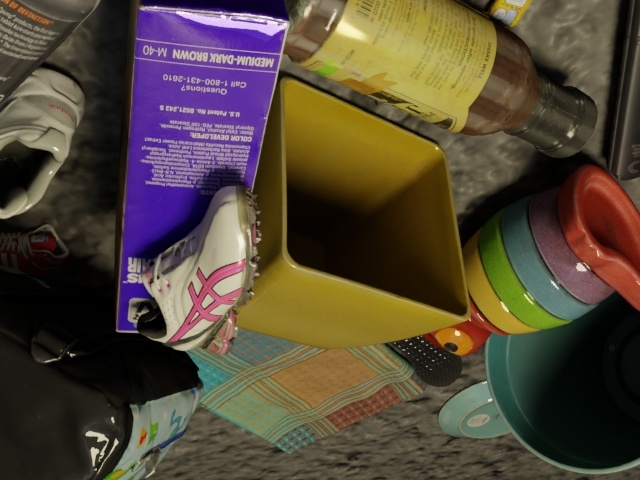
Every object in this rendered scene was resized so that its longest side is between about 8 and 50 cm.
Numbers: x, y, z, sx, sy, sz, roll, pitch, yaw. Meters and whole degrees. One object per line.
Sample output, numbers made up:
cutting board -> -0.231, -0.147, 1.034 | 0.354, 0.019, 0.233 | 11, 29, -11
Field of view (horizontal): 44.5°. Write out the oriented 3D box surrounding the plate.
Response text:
plate -> 0.288, 0.285, 1.294 | 0.188, 0.024, 0.188 | -7, 138, -7

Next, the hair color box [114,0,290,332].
hair color box -> -0.118, -0.093, 0.673 | 0.110, 0.185, 0.338 | 1, 135, -15

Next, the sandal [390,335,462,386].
sandal -> 0.140, 0.143, 1.102 | 0.067, 0.040, 0.179 | -36, 118, 16

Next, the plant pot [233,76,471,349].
plant pot -> 0.000, 0.000, 0.801 | 0.212, 0.212, 0.187 | 19, 142, -30

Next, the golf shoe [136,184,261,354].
golf shoe -> -0.098, 0.029, 0.620 | 0.086, 0.067, 0.186 | 7, 135, -18

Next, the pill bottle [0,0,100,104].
pill bottle -> -0.252, -0.184, 0.582 | 0.246, 0.130, 0.130 | -35, 133, 23

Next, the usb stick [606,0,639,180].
usb stick -> 0.339, -0.173, 0.800 | 0.077, 0.045, 0.278 | -19, 138, -3

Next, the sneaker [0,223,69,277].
sneaker -> -0.327, 0.005, 0.832 | 0.067, 0.042, 0.118 | -35, 141, 28

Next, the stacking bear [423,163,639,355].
stacking bear -> 0.229, 0.047, 0.929 | 0.175, 0.164, 0.289 | 36, 132, -24

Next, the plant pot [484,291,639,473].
plant pot -> 0.401, 0.159, 1.027 | 0.255, 0.271, 0.272 | 13, 134, -44

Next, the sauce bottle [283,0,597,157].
sauce bottle -> 0.112, -0.160, 0.710 | 0.345, 0.111, 0.111 | 19, 129, -28

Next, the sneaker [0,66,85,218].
sneaker -> -0.310, -0.055, 0.718 | 0.232, 0.115, 0.090 | -38, 132, 26

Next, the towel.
towel -> -0.043, 0.188, 1.100 | 0.272, 0.040, 0.370 | -29, 135, 19

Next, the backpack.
backpack -> -0.268, 0.154, 0.804 | 0.290, 0.355, 0.273 | 25, 100, 10

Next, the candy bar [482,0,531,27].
candy bar -> 0.197, -0.258, 0.693 | 0.040, 0.018, 0.161 | 11, 133, -19
